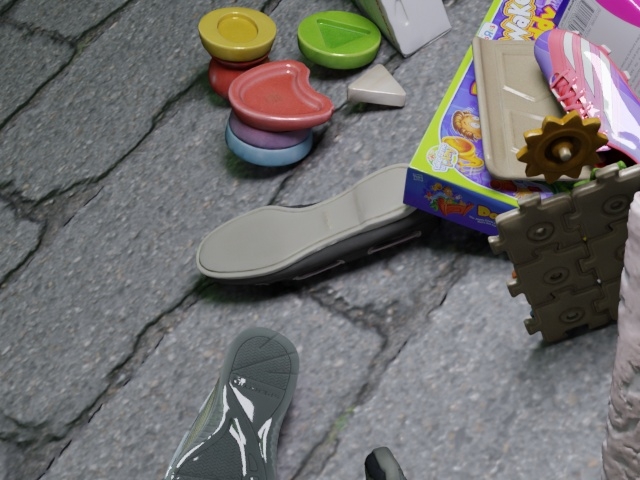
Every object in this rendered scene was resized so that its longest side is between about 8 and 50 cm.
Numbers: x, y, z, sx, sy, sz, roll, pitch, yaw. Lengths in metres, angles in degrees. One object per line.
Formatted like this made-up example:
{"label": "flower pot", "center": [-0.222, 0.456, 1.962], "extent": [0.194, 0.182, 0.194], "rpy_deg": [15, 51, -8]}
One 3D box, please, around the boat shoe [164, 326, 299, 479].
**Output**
{"label": "boat shoe", "center": [-0.109, 0.251, 1.325], "extent": [0.118, 0.103, 0.320], "rpy_deg": [20, 56, -6]}

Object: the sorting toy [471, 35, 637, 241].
{"label": "sorting toy", "center": [0.297, -0.113, 1.360], "extent": [0.229, 0.041, 0.307], "rpy_deg": [3, 57, -5]}

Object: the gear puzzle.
{"label": "gear puzzle", "center": [0.261, -0.017, 1.196], "extent": [0.175, 0.339, 0.044], "rpy_deg": [-20, 48, 10]}

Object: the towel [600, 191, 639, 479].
{"label": "towel", "center": [0.378, 0.154, 0.987], "extent": [0.053, 0.332, 0.317], "rpy_deg": [-22, 35, -33]}

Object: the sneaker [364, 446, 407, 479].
{"label": "sneaker", "center": [0.049, 0.315, 1.176], "extent": [0.130, 0.087, 0.227], "rpy_deg": [-17, 48, 4]}

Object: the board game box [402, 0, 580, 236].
{"label": "board game box", "center": [0.276, -0.154, 1.453], "extent": [0.233, 0.078, 0.347], "rpy_deg": [21, 59, 12]}

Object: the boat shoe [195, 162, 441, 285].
{"label": "boat shoe", "center": [0.000, 0.000, 1.525], "extent": [0.335, 0.095, 0.112], "rpy_deg": [-19, 52, 18]}

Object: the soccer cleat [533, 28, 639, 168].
{"label": "soccer cleat", "center": [0.313, -0.142, 1.311], "extent": [0.095, 0.083, 0.248], "rpy_deg": [-31, 68, -19]}

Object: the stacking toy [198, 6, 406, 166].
{"label": "stacking toy", "center": [-0.033, -0.227, 1.778], "extent": [0.279, 0.130, 0.309], "rpy_deg": [-6, 43, -14]}

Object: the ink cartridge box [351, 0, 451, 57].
{"label": "ink cartridge box", "center": [0.100, -0.409, 1.804], "extent": [0.092, 0.160, 0.219], "rpy_deg": [-31, 43, -3]}

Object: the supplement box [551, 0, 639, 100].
{"label": "supplement box", "center": [0.398, -0.238, 1.363], "extent": [0.114, 0.111, 0.220], "rpy_deg": [-26, 66, -27]}
